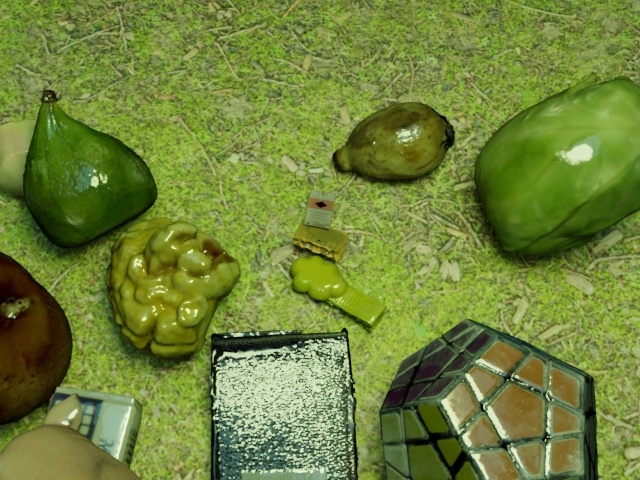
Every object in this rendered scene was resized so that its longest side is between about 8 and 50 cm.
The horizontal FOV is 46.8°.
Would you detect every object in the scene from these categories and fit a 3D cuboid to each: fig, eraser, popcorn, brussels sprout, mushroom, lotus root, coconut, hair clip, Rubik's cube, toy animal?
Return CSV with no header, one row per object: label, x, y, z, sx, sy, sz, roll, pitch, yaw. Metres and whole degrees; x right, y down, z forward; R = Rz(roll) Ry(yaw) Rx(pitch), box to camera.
fig,-0.384,-0.116,1.153,0.203,0.203,0.235,-32,104,-16
eraser,-0.344,0.356,1.038,0.124,0.081,0.279,8,65,1
popcorn,-0.230,0.057,1.116,0.200,0.203,0.226,22,47,-3
brussels sprout,0.393,-0.112,1.186,0.328,0.328,0.247,-25,94,-14
mushroom,-0.486,0.149,1.054,0.267,0.254,0.267,25,34,-19
lotus root,0.125,-0.165,1.283,0.214,0.138,0.138,-18,68,1
coconut,-0.485,-0.130,1.232,0.116,0.116,0.122,-17,62,-11
hair clip,0.023,0.083,1.203,0.173,0.046,0.072,36,65,14
Rubik's cube,0.234,0.266,1.011,0.319,0.319,0.264,25,92,8
toy animal,-0.304,0.331,0.918,0.250,0.154,0.166,37,26,16

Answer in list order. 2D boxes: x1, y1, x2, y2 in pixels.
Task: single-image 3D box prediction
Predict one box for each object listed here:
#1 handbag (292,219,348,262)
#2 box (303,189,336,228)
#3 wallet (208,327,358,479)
handbag,0.000,0.000,1.236,0.083,0.027,0.061,18,36,6
box,0.000,-0.054,1.266,0.046,0.012,0.083,9,43,1
wallet,-0.057,0.264,1.112,0.221,0.071,0.262,0,69,-9
